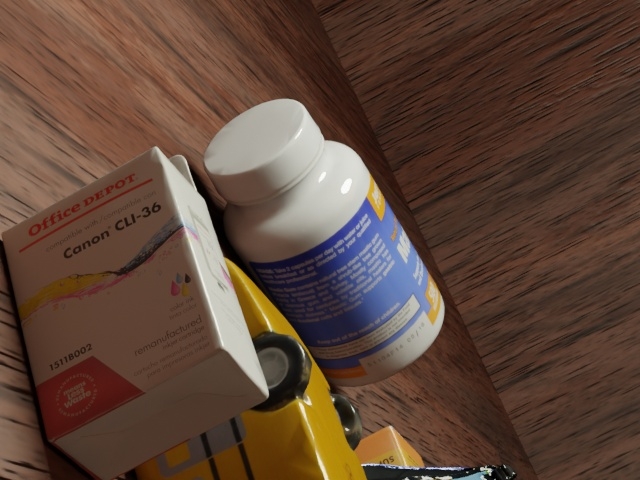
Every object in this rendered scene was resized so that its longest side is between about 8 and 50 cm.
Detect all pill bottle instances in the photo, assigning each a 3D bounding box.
[{"bbox_3d":[0.000,0.000,1.678,0.272,0.152,0.152,58,9,-32],"label":"pill bottle"}]

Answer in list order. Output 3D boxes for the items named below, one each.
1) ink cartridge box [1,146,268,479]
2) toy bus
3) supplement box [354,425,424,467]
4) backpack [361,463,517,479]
[{"bbox_3d":[-0.117,0.027,1.019,0.067,0.115,0.198,52,13,-50],"label":"ink cartridge box"},{"bbox_3d":[-0.030,0.168,1.051,0.108,0.130,0.333,53,13,-54],"label":"toy bus"},{"bbox_3d":[0.079,0.285,1.527,0.080,0.078,0.233,51,14,-53],"label":"supplement box"},{"bbox_3d":[0.076,0.260,1.391,0.117,0.173,0.158,115,-25,-43],"label":"backpack"}]
